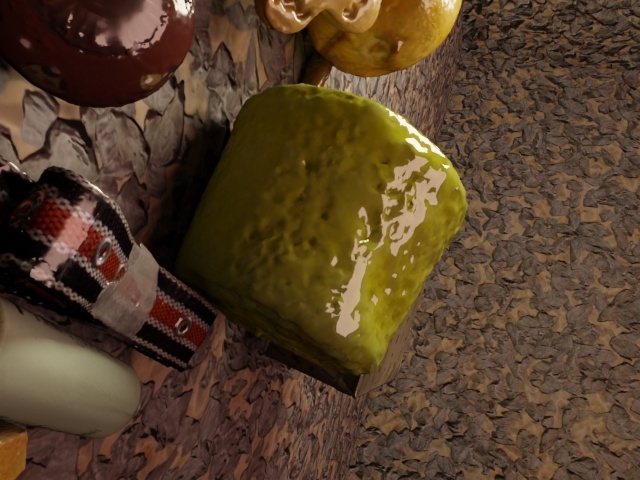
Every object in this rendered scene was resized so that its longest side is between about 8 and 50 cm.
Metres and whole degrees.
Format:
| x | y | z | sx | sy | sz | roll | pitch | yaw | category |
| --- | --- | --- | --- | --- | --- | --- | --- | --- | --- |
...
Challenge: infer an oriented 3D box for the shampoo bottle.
| x | y | z | sx | sy | sz | roll | pitch | yaw | category |
| --- | --- | --- | --- | --- | --- | --- | --- | --- | --- |
| -0.239 | 0.129 | 0.489 | 0.262 | 0.085 | 0.085 | 68 | 38 | -60 | shampoo bottle |

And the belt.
| x | y | z | sx | sy | sz | roll | pitch | yaw | category |
| --- | --- | --- | --- | --- | --- | --- | --- | --- | --- |
| -0.195 | 0.046 | 0.508 | 0.359 | 0.126 | 0.094 | 65 | 42 | -63 | belt |

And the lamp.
| x | y | z | sx | sy | sz | roll | pitch | yaw | category |
| --- | --- | --- | --- | --- | --- | --- | --- | --- | --- |
| -0.178 | -0.183 | 0.413 | 0.157 | 0.135 | 0.156 | -42 | 116 | -19 | lamp |

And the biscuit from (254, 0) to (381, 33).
| x | y | z | sx | sy | sz | roll | pitch | yaw | category |
| --- | --- | --- | --- | --- | --- | --- | --- | --- | --- |
| -0.023 | -0.391 | 0.616 | 0.354 | 0.052 | 0.275 | 18 | 99 | -48 | biscuit |

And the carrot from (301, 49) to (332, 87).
| x | y | z | sx | sy | sz | roll | pitch | yaw | category |
| --- | --- | --- | --- | --- | --- | --- | --- | --- | --- |
| -0.030 | -0.243 | 0.958 | 0.049 | 0.049 | 0.255 | 50 | 58 | -68 | carrot |

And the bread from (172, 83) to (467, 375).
| x | y | z | sx | sy | sz | roll | pitch | yaw | category |
| --- | --- | --- | --- | --- | --- | --- | --- | --- | --- |
| 0.000 | 0.000 | 0.724 | 0.348 | 0.348 | 0.308 | 62 | 46 | -63 | bread |

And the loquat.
| x | y | z | sx | sy | sz | roll | pitch | yaw | category |
| --- | --- | --- | --- | --- | --- | --- | --- | --- | --- |
| 0.099 | -0.421 | 0.892 | 0.276 | 0.275 | 0.284 | 79 | 9 | -51 | loquat |

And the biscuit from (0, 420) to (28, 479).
| x | y | z | sx | sy | sz | roll | pitch | yaw | category |
| --- | --- | --- | --- | --- | --- | --- | --- | --- | --- |
| -0.304 | 0.185 | 0.377 | 0.188 | 0.056 | 0.052 | -19 | 117 | -68 | biscuit |

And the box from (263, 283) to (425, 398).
| x | y | z | sx | sy | sz | roll | pitch | yaw | category |
| --- | --- | --- | --- | --- | --- | --- | --- | --- | --- |
| 0.062 | 0.145 | 1.033 | 0.297 | 0.190 | 0.225 | 19 | 90 | -68 | box |
